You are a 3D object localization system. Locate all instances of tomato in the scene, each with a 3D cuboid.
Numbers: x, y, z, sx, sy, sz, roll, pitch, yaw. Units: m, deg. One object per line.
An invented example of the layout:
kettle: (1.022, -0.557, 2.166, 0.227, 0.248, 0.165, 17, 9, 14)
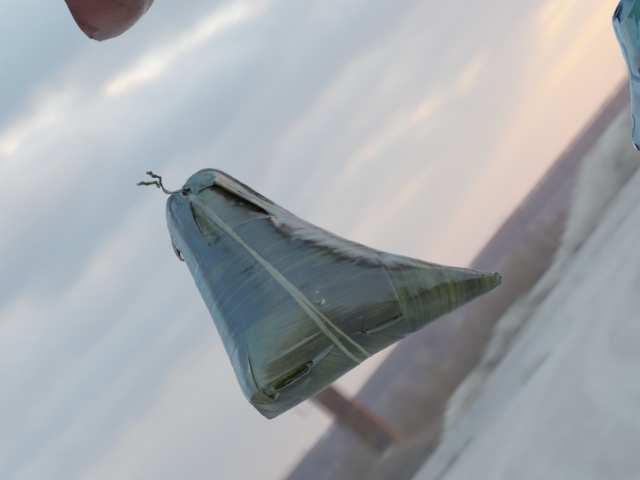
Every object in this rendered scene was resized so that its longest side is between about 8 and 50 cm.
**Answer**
tomato: (-0.228, -0.328, 1.933, 0.085, 0.225, 0.225, -6, 0, 12)

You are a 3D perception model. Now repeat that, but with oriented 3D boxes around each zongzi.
zongzi: (0.000, 0.000, 1.558, 0.241, 0.247, 0.111, -28, -23, 0)

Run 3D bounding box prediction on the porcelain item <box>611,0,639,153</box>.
porcelain item: (0.300, -0.110, 0.848, 0.157, 0.286, 0.281, 2, -56, -44)
